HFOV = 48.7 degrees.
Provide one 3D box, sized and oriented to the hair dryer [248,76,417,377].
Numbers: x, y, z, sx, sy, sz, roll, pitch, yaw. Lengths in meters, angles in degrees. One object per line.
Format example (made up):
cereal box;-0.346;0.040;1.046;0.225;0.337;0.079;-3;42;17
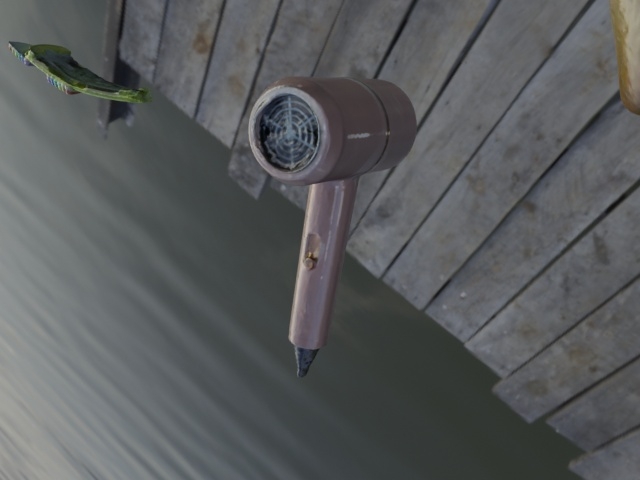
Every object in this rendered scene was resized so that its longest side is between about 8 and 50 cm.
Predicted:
hair dryer;0.000;0.000;0.757;0.106;0.189;0.344;17;109;27

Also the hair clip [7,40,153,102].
hair clip;-0.257;-0.178;0.773;0.188;0.060;0.033;27;116;23

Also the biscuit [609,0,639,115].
biscuit;0.179;-0.185;0.371;0.208;0.047;0.164;60;145;5
